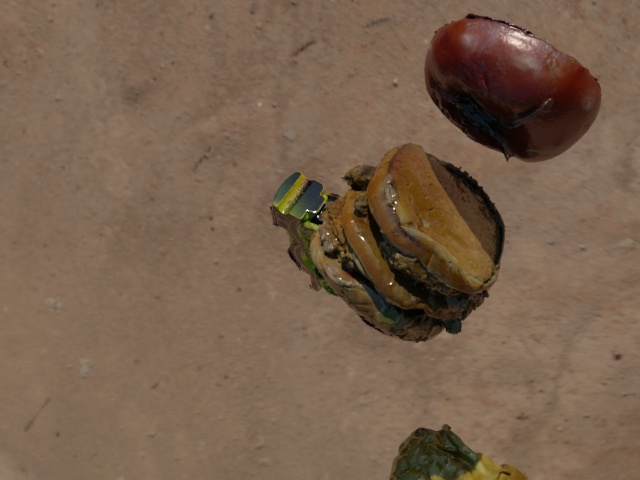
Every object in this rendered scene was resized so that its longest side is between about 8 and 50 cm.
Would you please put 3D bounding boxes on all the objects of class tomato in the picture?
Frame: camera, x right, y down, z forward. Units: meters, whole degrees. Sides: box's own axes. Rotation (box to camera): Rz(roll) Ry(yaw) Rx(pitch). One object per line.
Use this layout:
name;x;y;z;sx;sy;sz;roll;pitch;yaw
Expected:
tomato;0.215;-0.166;1.088;0.228;0.228;0.101;30;83;28

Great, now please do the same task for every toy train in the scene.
toy train;0.000;0.000;1.694;0.161;0.296;0.100;28;66;20

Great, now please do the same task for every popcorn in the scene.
popcorn;0.233;0.427;1.534;0.250;0.250;0.190;8;53;30

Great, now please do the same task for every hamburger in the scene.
hamburger;0.128;0.016;1.237;0.211;0.261;0.245;-43;62;32
